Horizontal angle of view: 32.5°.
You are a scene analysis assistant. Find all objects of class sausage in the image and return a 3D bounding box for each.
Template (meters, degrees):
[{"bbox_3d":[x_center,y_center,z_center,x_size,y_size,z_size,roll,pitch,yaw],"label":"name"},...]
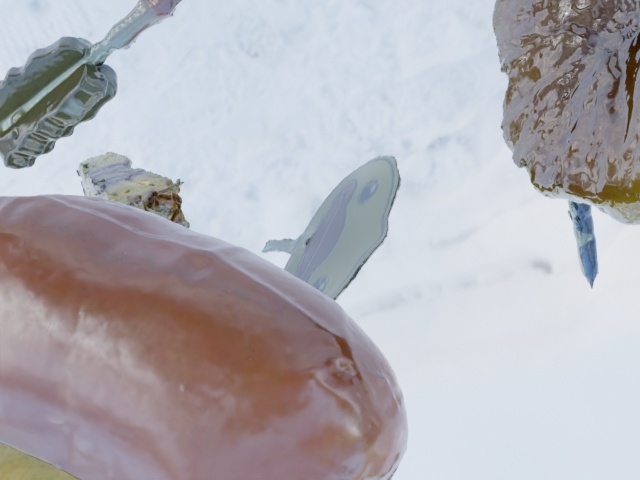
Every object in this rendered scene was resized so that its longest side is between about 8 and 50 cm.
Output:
[{"bbox_3d":[-0.080,0.054,0.523,0.258,0.133,0.133,22,134,20],"label":"sausage"}]

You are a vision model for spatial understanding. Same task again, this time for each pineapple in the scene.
[{"bbox_3d":[-0.204,-0.018,1.231,0.233,0.079,0.135,29,134,63],"label":"pineapple"}]

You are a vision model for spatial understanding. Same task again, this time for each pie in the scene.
[{"bbox_3d":[0.136,-0.095,0.468,0.046,0.195,0.195,7,138,-24],"label":"pie"}]

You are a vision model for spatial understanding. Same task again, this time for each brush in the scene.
[{"bbox_3d":[-0.192,-0.177,1.000,0.301,0.071,0.084,-35,92,15],"label":"brush"}]

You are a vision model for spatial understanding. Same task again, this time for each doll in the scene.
[{"bbox_3d":[0.305,-0.003,1.273,0.027,0.037,0.125,-10,110,6],"label":"doll"}]

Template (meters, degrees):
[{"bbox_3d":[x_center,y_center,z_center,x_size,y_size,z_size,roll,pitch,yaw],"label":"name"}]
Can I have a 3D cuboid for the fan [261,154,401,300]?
[{"bbox_3d":[0.001,0.001,1.265,0.011,0.230,0.335,34,165,-20],"label":"fan"}]

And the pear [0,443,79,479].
[{"bbox_3d":[-0.248,0.285,0.976,0.314,0.314,0.314,12,131,14],"label":"pear"}]
